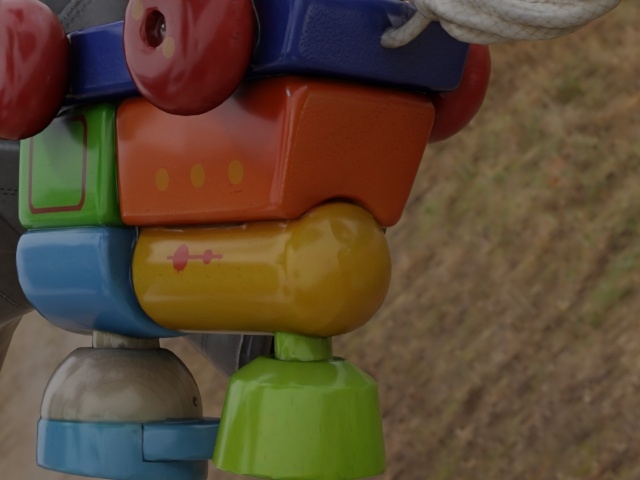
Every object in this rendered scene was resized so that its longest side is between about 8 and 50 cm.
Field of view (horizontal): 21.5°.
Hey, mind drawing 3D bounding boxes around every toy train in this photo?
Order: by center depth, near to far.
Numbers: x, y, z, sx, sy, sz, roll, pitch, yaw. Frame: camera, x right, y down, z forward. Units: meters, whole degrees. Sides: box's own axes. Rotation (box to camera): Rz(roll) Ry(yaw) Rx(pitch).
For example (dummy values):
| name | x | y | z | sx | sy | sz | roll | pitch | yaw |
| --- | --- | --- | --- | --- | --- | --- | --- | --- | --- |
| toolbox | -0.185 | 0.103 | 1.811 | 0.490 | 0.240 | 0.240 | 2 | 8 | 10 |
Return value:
| name | x | y | z | sx | sy | sz | roll | pitch | yaw |
| --- | --- | --- | --- | --- | --- | --- | --- | --- | --- |
| toy train | 0.000 | 0.000 | 0.446 | 0.105 | 0.143 | 0.248 | 3 | -3 | -40 |

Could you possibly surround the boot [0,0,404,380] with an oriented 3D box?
| name | x | y | z | sx | sy | sz | roll | pitch | yaw |
| --- | --- | --- | --- | --- | --- | --- | --- | --- | --- |
| boot | -0.100 | 0.012 | 0.694 | 0.118 | 0.222 | 0.338 | -38 | -29 | -48 |
